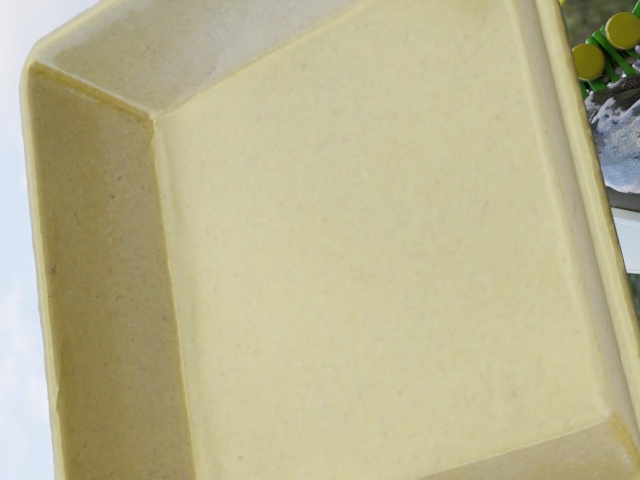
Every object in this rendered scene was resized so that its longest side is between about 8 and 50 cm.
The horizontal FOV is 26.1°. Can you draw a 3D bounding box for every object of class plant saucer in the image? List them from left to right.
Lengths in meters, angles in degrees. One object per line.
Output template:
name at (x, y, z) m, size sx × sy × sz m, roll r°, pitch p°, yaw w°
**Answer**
plant saucer at (0.000, 0.000, 0.663) m, size 0.081 × 0.332 × 0.333 m, roll 15°, pitch -121°, yaw -50°

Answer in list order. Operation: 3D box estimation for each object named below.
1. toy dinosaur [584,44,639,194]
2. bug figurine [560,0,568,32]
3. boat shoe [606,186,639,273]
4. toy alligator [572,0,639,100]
toy dinosaur at (0.236, -0.076, 0.921) m, size 0.160 × 0.313 × 0.121 m, roll -35°, pitch -71°, yaw -32°
bug figurine at (0.171, -0.301, 1.378) m, size 0.072 × 0.216 × 0.279 m, roll -52°, pitch -15°, yaw -39°
boat shoe at (0.227, -0.036, 1.284) m, size 0.109 × 0.305 × 0.091 m, roll 50°, pitch -124°, yaw -45°
toy alligator at (0.206, -0.121, 1.069) m, size 0.051 × 0.189 × 0.056 m, roll 51°, pitch -177°, yaw 7°
